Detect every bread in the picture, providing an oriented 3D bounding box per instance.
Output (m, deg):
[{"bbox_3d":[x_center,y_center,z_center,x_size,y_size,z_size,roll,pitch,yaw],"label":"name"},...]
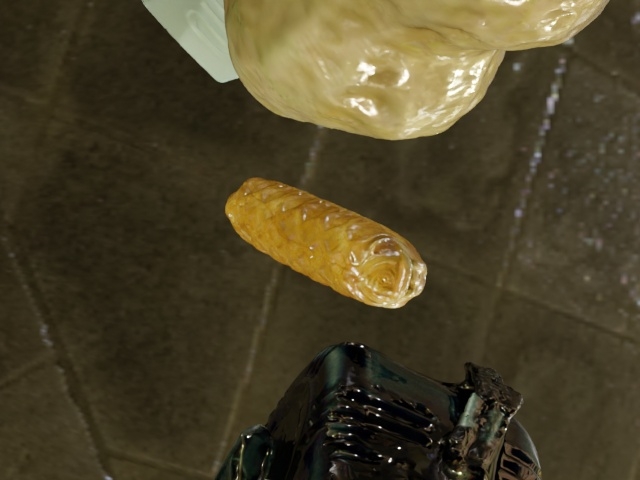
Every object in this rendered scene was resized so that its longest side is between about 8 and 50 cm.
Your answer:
[{"bbox_3d":[0.000,0.000,0.831,0.052,0.157,0.044,25,90,-39],"label":"bread"}]

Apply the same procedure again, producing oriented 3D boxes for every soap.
[{"bbox_3d":[-0.055,-0.207,1.242,0.119,0.198,0.066,44,63,-24],"label":"soap"}]

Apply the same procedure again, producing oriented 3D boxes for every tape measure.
[{"bbox_3d":[0.002,0.133,0.544,0.112,0.186,0.199,28,120,-6],"label":"tape measure"}]

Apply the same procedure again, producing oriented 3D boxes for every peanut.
[{"bbox_3d":[0.059,-0.169,0.960,0.170,0.387,0.192,-12,87,-29],"label":"peanut"}]
